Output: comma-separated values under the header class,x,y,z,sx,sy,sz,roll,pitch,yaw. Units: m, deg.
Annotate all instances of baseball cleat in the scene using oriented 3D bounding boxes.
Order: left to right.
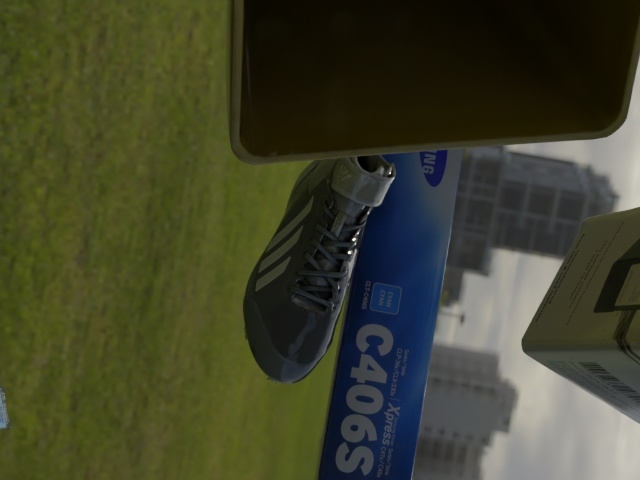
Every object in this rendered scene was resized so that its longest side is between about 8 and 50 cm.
class,x,y,z,sx,sy,sz,roll,pitch,yaw
baseball cleat,0.000,0.000,0.968,0.109,0.072,0.205,-49,-156,49

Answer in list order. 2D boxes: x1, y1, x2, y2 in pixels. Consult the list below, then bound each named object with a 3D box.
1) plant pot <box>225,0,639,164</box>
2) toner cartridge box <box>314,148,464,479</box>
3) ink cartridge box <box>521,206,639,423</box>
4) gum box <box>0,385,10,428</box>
class,x,y,z,sx,sy,sz,roll,pitch,yaw
plant pot,0.045,-0.185,0.707,0.187,0.212,0.212,-109,-162,-52
toner cartridge box,0.059,0.049,1.134,0.165,0.075,0.347,101,0,-75
ink cartridge box,0.275,0.069,0.830,0.114,0.198,0.273,-60,-170,-11
gum box,-0.335,0.145,1.050,0.184,0.157,0.041,129,-50,-81
